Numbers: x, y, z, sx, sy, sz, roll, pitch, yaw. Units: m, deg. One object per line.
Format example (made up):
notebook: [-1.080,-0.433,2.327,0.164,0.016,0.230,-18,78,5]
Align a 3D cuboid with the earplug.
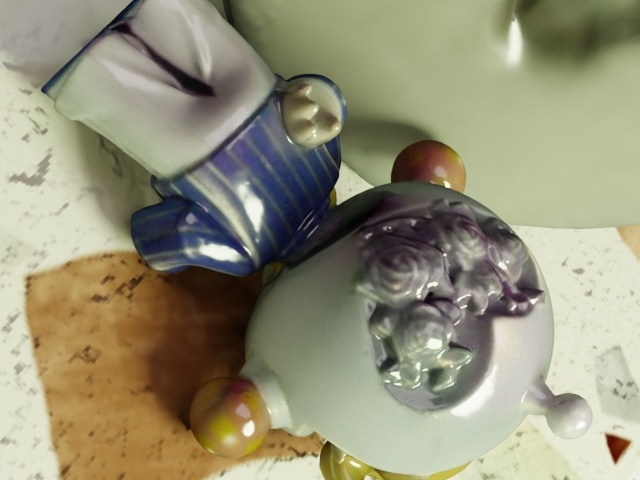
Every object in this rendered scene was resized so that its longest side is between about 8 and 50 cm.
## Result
earplug: [0.141,-0.249,0.923,0.312,0.312,0.394,35,51,-28]

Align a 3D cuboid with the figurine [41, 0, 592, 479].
figurine: [0.004,-0.009,0.821,0.194,0.133,0.274,-24,87,-32]
